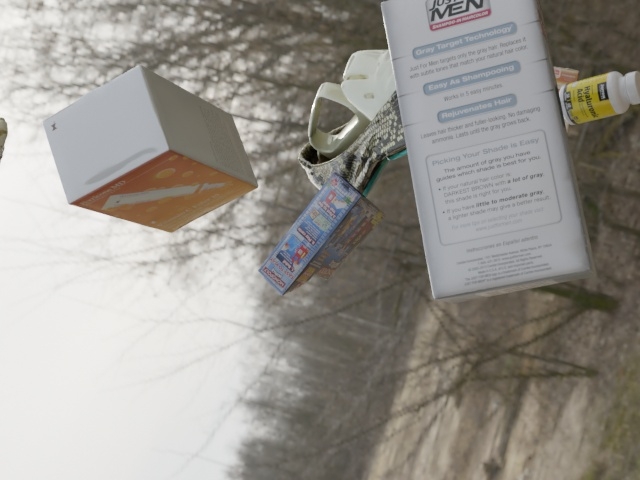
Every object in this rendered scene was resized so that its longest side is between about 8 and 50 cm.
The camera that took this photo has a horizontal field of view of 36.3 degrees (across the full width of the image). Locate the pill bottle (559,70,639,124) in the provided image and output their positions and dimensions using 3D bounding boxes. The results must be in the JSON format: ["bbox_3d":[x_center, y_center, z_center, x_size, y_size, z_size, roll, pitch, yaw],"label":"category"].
[{"bbox_3d":[0.423,-0.216,1.460,0.065,0.116,0.065,19,-115,-49],"label":"pill bottle"}]

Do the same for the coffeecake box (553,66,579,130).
[{"bbox_3d":[0.418,-0.223,1.832,0.142,0.068,0.185,-132,52,-88],"label":"coffeecake box"}]

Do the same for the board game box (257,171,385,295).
[{"bbox_3d":[0.000,0.000,1.513,0.194,0.060,0.194,-47,-16,4],"label":"board game box"}]

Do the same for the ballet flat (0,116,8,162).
[{"bbox_3d":[-0.507,-0.170,1.420,0.221,0.079,0.077,63,-178,-57],"label":"ballet flat"}]

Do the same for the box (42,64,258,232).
[{"bbox_3d":[-0.297,-0.153,1.772,0.345,0.215,0.168,19,-133,-67],"label":"box"}]

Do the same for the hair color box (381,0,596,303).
[{"bbox_3d":[0.204,-0.125,1.187,0.113,0.185,0.374,16,-117,-70],"label":"hair color box"}]

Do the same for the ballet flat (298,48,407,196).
[{"bbox_3d":[0.079,-0.187,1.480,0.164,0.182,0.483,-57,8,-27],"label":"ballet flat"}]
